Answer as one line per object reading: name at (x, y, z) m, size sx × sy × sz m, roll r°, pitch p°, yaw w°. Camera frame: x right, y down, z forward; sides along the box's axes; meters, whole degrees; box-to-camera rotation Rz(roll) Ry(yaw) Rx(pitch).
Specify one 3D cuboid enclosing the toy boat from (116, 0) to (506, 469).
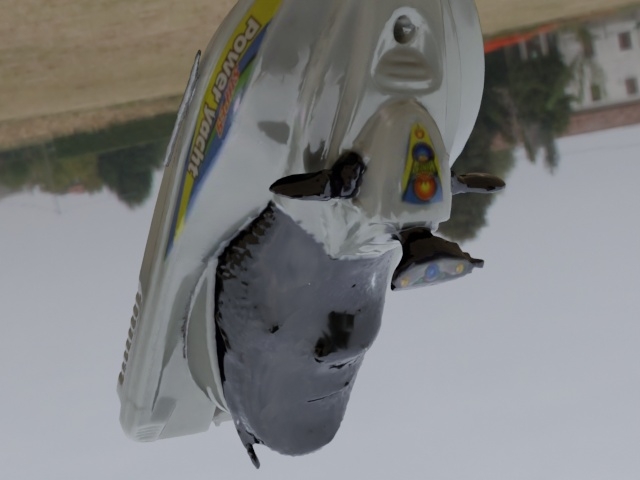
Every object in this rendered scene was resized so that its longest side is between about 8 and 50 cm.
toy boat at (-0.005, 0.000, 0.421) m, size 0.141 × 0.141 × 0.269 m, roll -18°, pitch 149°, yaw -41°
